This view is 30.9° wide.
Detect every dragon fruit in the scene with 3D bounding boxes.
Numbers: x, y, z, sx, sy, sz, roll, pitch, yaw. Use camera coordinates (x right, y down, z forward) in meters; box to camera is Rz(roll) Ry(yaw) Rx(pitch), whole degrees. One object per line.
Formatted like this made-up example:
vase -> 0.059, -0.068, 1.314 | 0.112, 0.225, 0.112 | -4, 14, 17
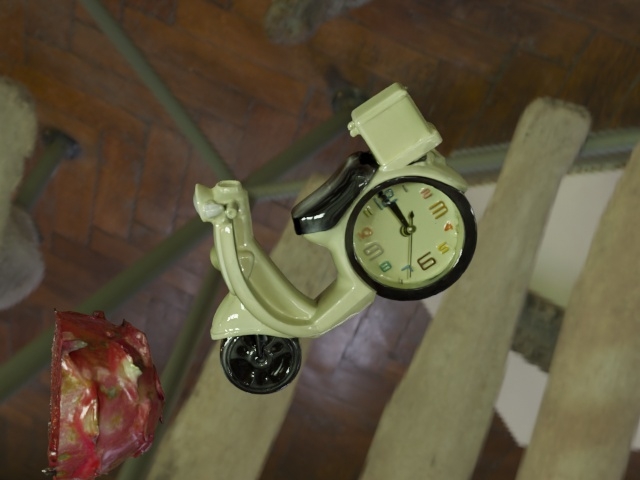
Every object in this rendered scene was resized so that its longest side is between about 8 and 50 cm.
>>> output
dragon fruit -> -0.444, 0.314, 2.368 | 0.249, 0.370, 0.386 | 1, 146, -16

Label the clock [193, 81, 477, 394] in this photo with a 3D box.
clock -> 0.000, 0.000, 1.418 | 0.379, 0.120, 0.276 | -31, 106, 4
